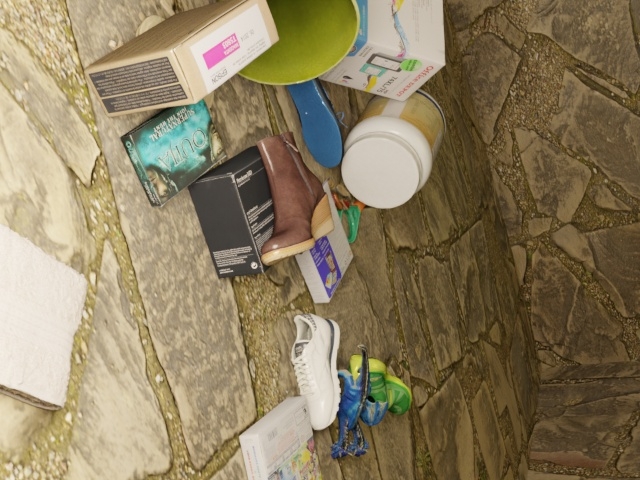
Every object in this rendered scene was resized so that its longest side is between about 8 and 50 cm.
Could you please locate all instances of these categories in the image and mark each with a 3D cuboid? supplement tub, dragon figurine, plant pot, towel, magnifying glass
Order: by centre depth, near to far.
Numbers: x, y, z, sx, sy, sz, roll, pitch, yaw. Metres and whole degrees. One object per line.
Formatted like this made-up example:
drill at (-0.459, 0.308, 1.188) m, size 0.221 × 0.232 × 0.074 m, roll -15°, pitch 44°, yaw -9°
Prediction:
towel at (-0.382, 0.074, 0.963) m, size 0.282 × 0.049 × 0.187 m, roll 45°, pitch 43°, yaw -53°
plant pot at (-0.083, -0.508, 1.606) m, size 0.275 × 0.275 × 0.293 m, roll 46°, pitch 27°, yaw -52°
dragon figurine at (0.081, 0.340, 1.698) m, size 0.085 × 0.289 × 0.144 m, roll -3°, pitch 48°, yaw -29°
magnifying glass at (0.084, -0.067, 2.052) m, size 0.231 × 0.026 × 0.092 m, roll -56°, pitch 131°, yaw -58°
supplement tub at (0.186, -0.241, 2.089) m, size 0.228 × 0.228 × 0.316 m, roll 68°, pitch 28°, yaw -25°

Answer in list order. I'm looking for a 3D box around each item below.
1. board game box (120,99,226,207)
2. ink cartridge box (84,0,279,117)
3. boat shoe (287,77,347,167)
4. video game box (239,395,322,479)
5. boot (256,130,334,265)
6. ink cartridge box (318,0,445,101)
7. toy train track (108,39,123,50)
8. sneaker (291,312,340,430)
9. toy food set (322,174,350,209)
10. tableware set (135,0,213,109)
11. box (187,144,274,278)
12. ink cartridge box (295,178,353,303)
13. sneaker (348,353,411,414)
board game box at (-0.236, -0.153, 1.341) m, size 0.186 × 0.026 × 0.126 m, roll -47°, pitch 125°, yaw -45°
ink cartridge box at (-0.206, -0.283, 1.244) m, size 0.234 × 0.193 × 0.088 m, roll -48°, pitch 127°, yaw -43°
boat shoe at (0.002, -0.297, 1.862) m, size 0.089 × 0.109 × 0.258 m, roll -57°, pitch 134°, yaw -61°
video game box at (-0.069, 0.413, 1.526) m, size 0.205 × 0.048 × 0.187 m, roll -22°, pitch 100°, yaw -65°
boot at (-0.072, -0.078, 1.443) m, size 0.207 × 0.090 × 0.248 m, roll 65°, pitch 29°, yaw -6°
ink cartridge box at (0.131, -0.486, 1.947) m, size 0.270 × 0.198 × 0.197 m, roll 10°, pitch 67°, yaw -23°
toy train track at (-0.305, -0.289, 1.299) m, size 0.083 × 0.014 × 0.048 m, roll 45°, pitch 43°, yaw -53°
sneaker at (-0.019, 0.266, 1.663) m, size 0.095 × 0.090 × 0.235 m, roll 22°, pitch 57°, yaw -47°
toy food set at (0.033, -0.106, 1.948) m, size 0.122 × 0.019 × 0.078 m, roll 34°, pitch 44°, yaw -49°
tableware set at (-0.251, -0.292, 1.386) m, size 0.194 × 0.039 × 0.128 m, roll 53°, pitch 47°, yaw -40°
box at (-0.119, -0.066, 1.520) m, size 0.261 × 0.103 × 0.184 m, roll -44°, pitch 124°, yaw -60°
ink cartridge box at (0.000, 0.000, 1.821) m, size 0.206 × 0.045 × 0.208 m, roll -57°, pitch 134°, yaw -55°
sneaker at (0.124, 0.360, 1.926) m, size 0.295 × 0.109 × 0.123 m, roll 47°, pitch 63°, yaw -52°
